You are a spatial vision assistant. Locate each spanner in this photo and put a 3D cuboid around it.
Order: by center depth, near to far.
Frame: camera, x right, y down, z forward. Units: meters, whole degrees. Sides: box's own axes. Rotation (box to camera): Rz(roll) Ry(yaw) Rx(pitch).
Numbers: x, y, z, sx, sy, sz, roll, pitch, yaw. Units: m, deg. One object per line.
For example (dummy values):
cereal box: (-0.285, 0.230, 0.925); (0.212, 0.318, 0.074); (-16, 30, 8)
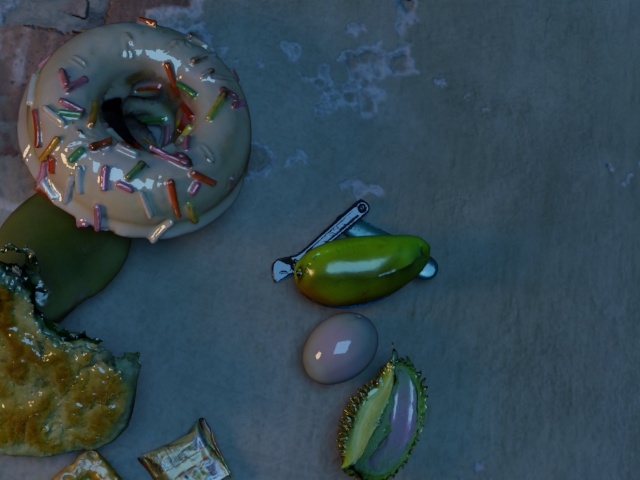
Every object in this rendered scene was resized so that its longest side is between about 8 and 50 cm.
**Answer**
spanner: (0.000, 0.000, 1.793); (0.208, 0.012, 0.046); (-40, 86, -12)

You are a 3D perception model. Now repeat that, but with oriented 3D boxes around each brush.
brush: (0.111, 0.011, 1.818); (0.193, 0.032, 0.043); (29, 78, 7)

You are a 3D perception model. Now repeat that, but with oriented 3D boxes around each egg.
egg: (0.031, 0.173, 1.724); (0.135, 0.103, 0.103); (-37, 88, -15)

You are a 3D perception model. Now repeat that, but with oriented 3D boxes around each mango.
mango: (0.072, 0.048, 1.748); (0.233, 0.125, 0.111); (-11, 74, -14)

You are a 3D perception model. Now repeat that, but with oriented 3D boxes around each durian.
durian: (0.093, 0.286, 1.722); (0.137, 0.095, 0.220); (44, 67, -38)

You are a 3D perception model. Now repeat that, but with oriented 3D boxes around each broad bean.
broad bean: (-0.407, 0.017, 1.669); (0.189, 0.121, 0.263); (33, 59, 1)

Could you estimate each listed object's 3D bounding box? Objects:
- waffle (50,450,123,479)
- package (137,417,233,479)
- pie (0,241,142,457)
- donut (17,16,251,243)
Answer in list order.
waffle: (-0.317, 0.464, 1.610); (0.168, 0.057, 0.274); (-42, 90, -18)
package: (-0.207, 0.352, 1.672); (0.121, 0.031, 0.108); (-31, 86, -11)
pie: (-0.444, 0.181, 1.561); (0.296, 0.078, 0.371); (-38, 110, 12)
donut: (-0.282, -0.184, 1.671); (0.383, 0.142, 0.382); (8, 61, -15)
